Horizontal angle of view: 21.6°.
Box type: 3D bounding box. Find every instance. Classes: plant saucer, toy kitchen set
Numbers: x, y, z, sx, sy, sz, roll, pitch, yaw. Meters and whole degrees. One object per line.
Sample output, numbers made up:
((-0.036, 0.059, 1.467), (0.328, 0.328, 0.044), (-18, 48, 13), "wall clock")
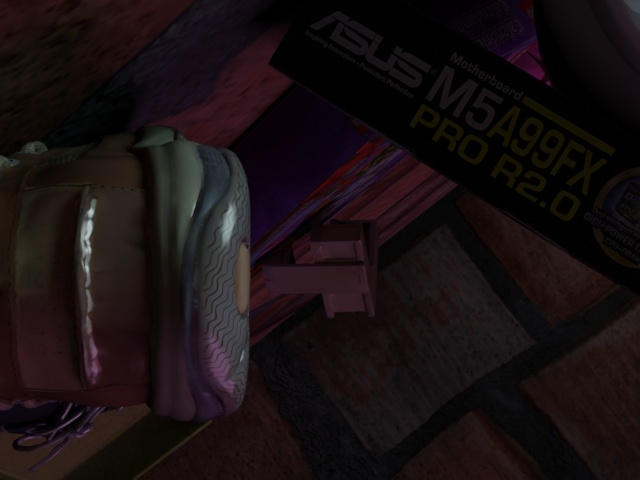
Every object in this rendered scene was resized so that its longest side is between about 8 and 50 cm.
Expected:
((-0.212, 0.161, 1.392), (0.188, 0.045, 0.188), (-38, 147, 10), "plant saucer")
((0.000, 0.000, 1.127), (0.068, 0.075, 0.083), (-2, 141, 8), "toy kitchen set")

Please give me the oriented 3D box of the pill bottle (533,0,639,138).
((0.217, -0.137, 0.828), (0.224, 0.224, 0.392), (-38, 176, 7), "pill bottle")

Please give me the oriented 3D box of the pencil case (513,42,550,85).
((0.147, -0.134, 1.219), (0.098, 0.095, 0.209), (1, 167, -14), "pencil case")

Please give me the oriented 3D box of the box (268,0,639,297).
((0.116, -0.033, 0.834), (0.060, 0.216, 0.270), (-57, 160, 5), "box")

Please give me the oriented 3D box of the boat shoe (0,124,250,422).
((-0.107, 0.009, 0.678), (0.116, 0.123, 0.324), (-2, 177, -12), "boat shoe")

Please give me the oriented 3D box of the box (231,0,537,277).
((0.000, -0.053, 1.101), (0.201, 0.057, 0.293), (-33, 175, -47), "box")

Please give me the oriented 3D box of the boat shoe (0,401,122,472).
((-0.179, 0.100, 1.146), (0.095, 0.079, 0.254), (-37, 176, 7), "boat shoe")
